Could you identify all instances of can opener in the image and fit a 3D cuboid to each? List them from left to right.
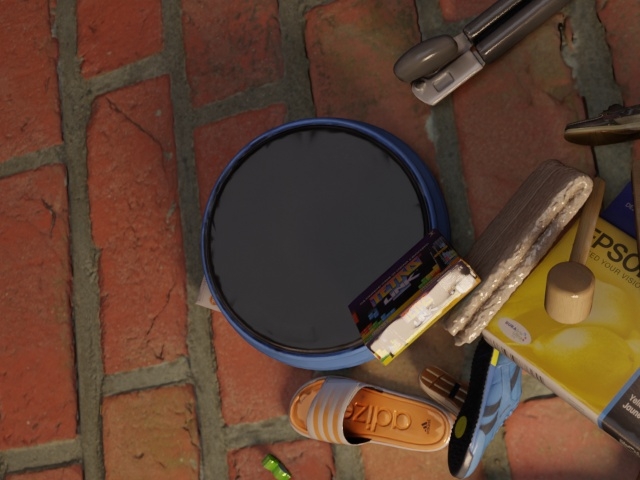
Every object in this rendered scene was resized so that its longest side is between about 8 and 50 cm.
[{"bbox_3d":[0.243,-0.305,1.486,0.280,0.093,0.074,-35,66,12],"label":"can opener"}]

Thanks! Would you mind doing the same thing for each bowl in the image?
[{"bbox_3d":[0.000,0.000,1.508,0.391,0.077,0.391,-2,82,15],"label":"bowl"}]

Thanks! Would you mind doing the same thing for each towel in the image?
[{"bbox_3d":[0.257,0.012,1.361,0.049,0.187,0.282,37,98,-8],"label":"towel"}]

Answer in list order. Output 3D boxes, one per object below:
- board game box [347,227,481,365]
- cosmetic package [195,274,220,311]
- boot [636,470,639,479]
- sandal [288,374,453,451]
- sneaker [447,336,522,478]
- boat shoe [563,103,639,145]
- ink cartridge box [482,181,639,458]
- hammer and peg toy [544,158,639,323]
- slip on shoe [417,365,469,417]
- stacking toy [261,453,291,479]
[{"bbox_3d":[0.123,0.072,1.351,0.170,0.048,0.141,-43,20,6],"label":"board game box"},{"bbox_3d":[-0.118,0.005,1.617,0.099,0.060,0.239,15,87,29],"label":"cosmetic package"},{"bbox_3d":[0.347,0.354,1.301,0.269,0.089,0.236,-9,76,26],"label":"boot"},{"bbox_3d":[0.062,0.253,1.469,0.265,0.076,0.102,2,81,27],"label":"sandal"},{"bbox_3d":[0.238,0.233,1.371,0.069,0.082,0.209,-24,43,67],"label":"sneaker"},{"bbox_3d":[0.417,-0.166,1.390,0.152,0.056,0.049,-4,73,16],"label":"boat shoe"},{"bbox_3d":[0.421,0.096,1.272,0.303,0.072,0.307,37,85,32],"label":"ink cartridge box"},{"bbox_3d":[0.457,-0.006,1.205,0.361,0.127,0.266,1,53,11],"label":"hammer and peg toy"},{"bbox_3d":[0.197,0.231,1.428,0.135,0.041,0.051,31,69,11],"label":"slip on shoe"},{"bbox_3d":[-0.074,0.458,1.511,0.167,0.052,0.221,-46,64,12],"label":"stacking toy"}]
